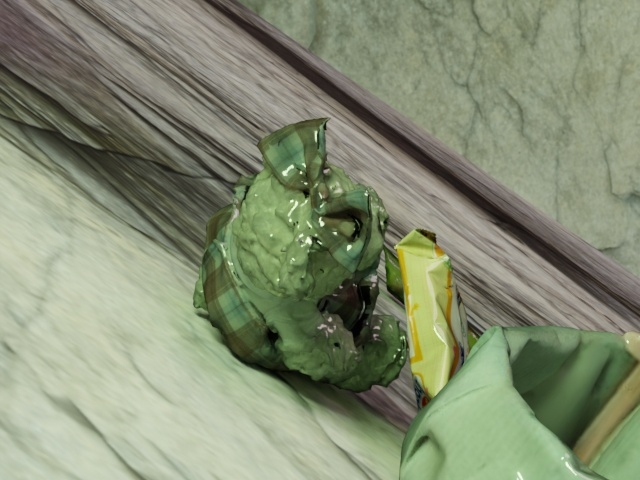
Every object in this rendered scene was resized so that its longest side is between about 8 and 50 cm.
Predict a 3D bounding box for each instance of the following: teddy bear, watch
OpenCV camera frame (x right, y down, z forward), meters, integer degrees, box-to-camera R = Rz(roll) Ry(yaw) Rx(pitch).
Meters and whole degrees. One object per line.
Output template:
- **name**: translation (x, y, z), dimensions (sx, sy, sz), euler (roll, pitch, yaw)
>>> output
- **teddy bear**: translation (-0.019, 0.006, 0.985), dimensions (0.213, 0.111, 0.133), euler (64, 14, -71)
- **watch**: translation (0.161, 0.139, 0.876), dimensions (0.253, 0.162, 0.241), euler (40, 18, 19)

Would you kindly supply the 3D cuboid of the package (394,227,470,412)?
- **package**: translation (0.064, 0.062, 1.014), dimensions (0.108, 0.031, 0.121), euler (70, 13, -61)

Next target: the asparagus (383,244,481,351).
- **asparagus**: translation (0.115, 0.079, 1.394), dimensions (0.236, 0.027, 0.034), euler (42, -9, 33)
